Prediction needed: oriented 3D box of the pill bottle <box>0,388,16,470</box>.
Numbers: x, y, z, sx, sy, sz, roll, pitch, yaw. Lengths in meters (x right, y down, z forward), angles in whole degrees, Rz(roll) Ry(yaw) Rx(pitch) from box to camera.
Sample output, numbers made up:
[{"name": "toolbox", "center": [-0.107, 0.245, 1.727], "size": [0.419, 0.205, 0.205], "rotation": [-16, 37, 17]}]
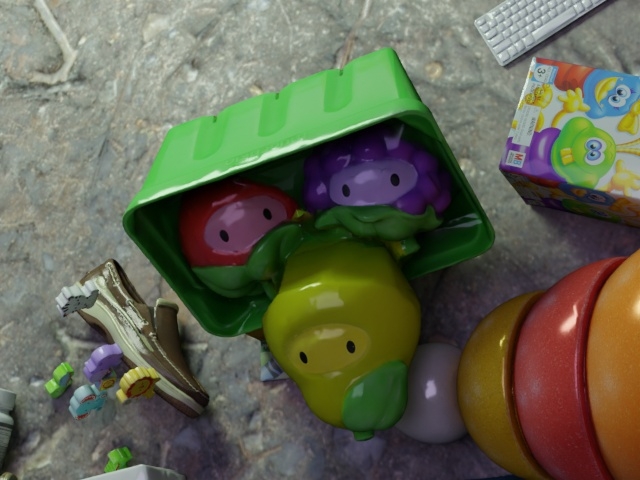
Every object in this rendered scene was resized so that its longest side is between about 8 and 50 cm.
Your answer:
[{"name": "pill bottle", "center": [-0.444, 0.257, 1.922], "size": [0.078, 0.078, 0.137], "rotation": [8, 78, 23]}]

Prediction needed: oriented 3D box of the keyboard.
[{"name": "keyboard", "center": [0.315, -0.312, 1.825], "size": [0.256, 0.014, 0.072], "rotation": [-32, 66, 10]}]

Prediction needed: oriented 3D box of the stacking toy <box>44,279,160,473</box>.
[{"name": "stacking toy", "center": [-0.282, 0.178, 1.835], "size": [0.167, 0.052, 0.221], "rotation": [51, 138, 28]}]

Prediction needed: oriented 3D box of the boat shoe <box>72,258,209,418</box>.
[{"name": "boat shoe", "center": [-0.217, 0.113, 1.868], "size": [0.095, 0.095, 0.257], "rotation": [-47, 64, -4]}]

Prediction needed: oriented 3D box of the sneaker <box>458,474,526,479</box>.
[{"name": "sneaker", "center": [0.208, 0.314, 1.654], "size": [0.228, 0.087, 0.092], "rotation": [-8, 88, 21]}]

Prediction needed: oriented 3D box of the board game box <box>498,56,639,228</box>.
[{"name": "board game box", "center": [0.365, -0.097, 1.671], "size": [0.275, 0.142, 0.144], "rotation": [14, 80, 24]}]

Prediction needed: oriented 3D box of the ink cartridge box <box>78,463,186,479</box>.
[{"name": "ink cartridge box", "center": [-0.256, 0.427, 1.777], "size": [0.201, 0.117, 0.278], "rotation": [-16, 69, 17]}]

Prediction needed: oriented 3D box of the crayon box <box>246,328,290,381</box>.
[{"name": "crayon box", "center": [0.000, 0.000, 1.820], "size": [0.203, 0.083, 0.323], "rotation": [-8, 73, 19]}]

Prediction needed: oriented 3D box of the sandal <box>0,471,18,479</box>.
[{"name": "sandal", "center": [-0.378, 0.383, 1.868], "size": [0.049, 0.072, 0.180], "rotation": [-10, 72, 2]}]

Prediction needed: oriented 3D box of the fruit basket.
[{"name": "fruit basket", "center": [-0.001, 0.017, 1.625], "size": [0.392, 0.283, 0.392], "rotation": [-17, 45, 18]}]

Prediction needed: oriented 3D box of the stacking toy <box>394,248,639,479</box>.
[{"name": "stacking toy", "center": [0.272, 0.152, 1.597], "size": [0.479, 0.350, 0.351], "rotation": [-6, 72, 39]}]
